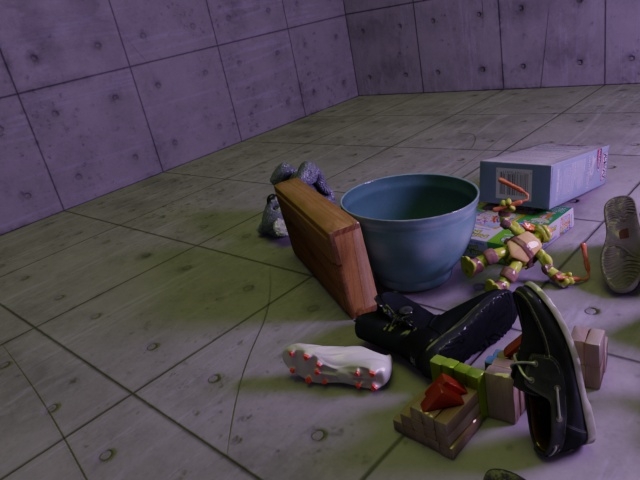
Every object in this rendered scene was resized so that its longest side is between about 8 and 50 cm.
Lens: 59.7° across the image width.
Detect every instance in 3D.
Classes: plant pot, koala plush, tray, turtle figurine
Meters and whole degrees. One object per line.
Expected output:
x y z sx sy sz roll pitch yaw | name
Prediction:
0.198 -0.011 1.229 0.294 0.196 0.293 -6 23 3 | plant pot
-0.085 -0.092 1.640 0.221 0.203 0.196 -48 28 -22 | koala plush
0.000 0.000 1.294 0.076 0.202 0.411 -21 24 -12 | tray
0.394 0.015 1.144 0.217 0.269 0.087 -32 -15 -15 | turtle figurine

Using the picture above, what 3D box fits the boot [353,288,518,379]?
0.207 0.135 1.020 0.247 0.094 0.207 -30 32 -25 | boot

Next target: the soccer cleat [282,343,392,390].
0.029 0.213 0.973 0.197 0.068 0.076 7 23 22 | soccer cleat

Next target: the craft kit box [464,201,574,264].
0.434 -0.030 1.352 0.247 0.060 0.250 -32 29 -34 | craft kit box

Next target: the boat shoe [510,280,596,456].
0.290 0.170 0.731 0.079 0.232 0.084 -17 6 -4 | boat shoe

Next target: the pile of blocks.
0.275 0.187 0.846 0.363 0.112 0.149 -18 24 -15 | pile of blocks

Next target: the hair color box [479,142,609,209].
0.592 -0.178 1.462 0.186 0.113 0.375 12 23 43 | hair color box

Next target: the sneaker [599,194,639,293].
0.616 0.028 1.107 0.083 0.118 0.221 -10 48 40 | sneaker

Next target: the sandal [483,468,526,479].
0.236 0.324 0.635 0.067 0.040 0.179 -11 23 1 | sandal
